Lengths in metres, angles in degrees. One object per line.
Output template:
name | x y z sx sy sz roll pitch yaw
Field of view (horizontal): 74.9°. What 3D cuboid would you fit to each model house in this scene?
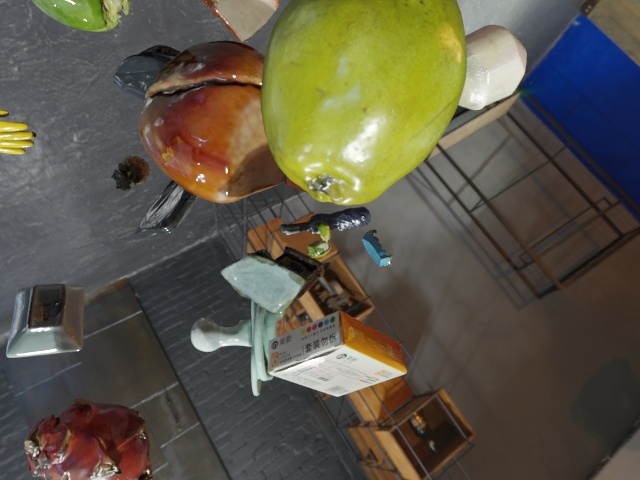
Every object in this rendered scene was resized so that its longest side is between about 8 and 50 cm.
model house | -0.074 0.051 0.774 0.152 0.166 0.106 -34 148 -59

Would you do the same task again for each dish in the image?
dish | -0.794 0.209 1.219 0.182 0.243 0.080 0 135 -28

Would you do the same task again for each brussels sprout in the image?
brussels sprout | -0.785 -0.877 1.341 0.276 0.315 0.370 170 -61 -75
brussels sprout | 0.001 -0.001 0.924 0.046 0.051 0.083 -122 -131 -78

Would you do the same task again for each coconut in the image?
coconut | 0.481 -0.503 1.211 0.234 0.224 0.224 -35 165 -8

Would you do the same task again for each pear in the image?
pear | 0.043 -0.169 0.440 0.212 0.213 0.268 55 55 -75

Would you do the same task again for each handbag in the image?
handbag | -0.452 -0.502 1.322 0.302 0.275 0.177 -9 126 -63
handbag | -0.468 -0.138 1.377 0.192 0.075 0.332 -9 -137 37

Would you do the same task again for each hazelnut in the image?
hazelnut | -0.225 -0.265 0.959 0.373 0.372 0.315 -31 172 -12

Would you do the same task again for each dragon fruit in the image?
dragon fruit | -0.559 0.525 1.054 0.250 0.315 0.250 -55 -167 19

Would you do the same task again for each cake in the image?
cake | -0.261 -0.684 1.095 0.158 0.262 0.159 -46 178 6

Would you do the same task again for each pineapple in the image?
pineapple | -0.782 -0.271 1.718 0.128 0.128 0.248 -35 -156 3

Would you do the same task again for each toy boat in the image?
toy boat | 0.236 0.025 1.710 0.077 0.185 0.075 -21 137 -16

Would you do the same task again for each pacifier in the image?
pacifier | -0.229 0.262 1.176 0.270 0.342 0.288 -3 167 -6

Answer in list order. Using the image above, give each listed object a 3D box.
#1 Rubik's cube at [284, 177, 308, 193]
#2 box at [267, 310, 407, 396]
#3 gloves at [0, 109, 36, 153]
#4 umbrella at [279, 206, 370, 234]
Rubik's cube | -0.014 -0.265 1.425 0.167 0.180 0.183 101 8 -76
box | 0.042 0.277 0.986 0.221 0.091 0.274 -28 138 25
gloves | -1.174 -0.385 1.472 0.295 0.116 0.133 5 145 -23
umbrella | 0.015 -0.042 1.140 0.249 0.070 0.071 -14 161 -9
